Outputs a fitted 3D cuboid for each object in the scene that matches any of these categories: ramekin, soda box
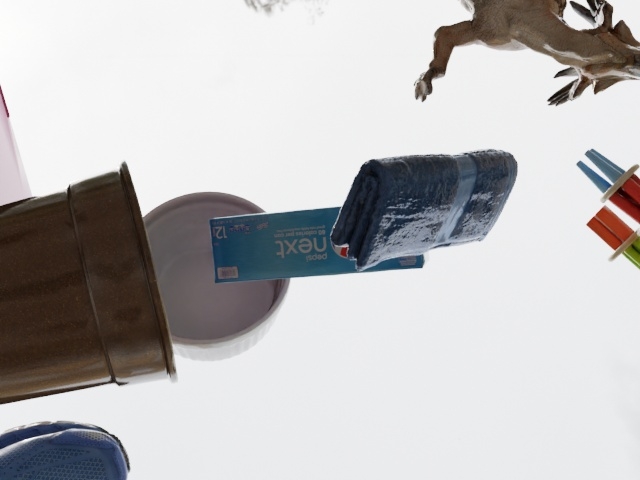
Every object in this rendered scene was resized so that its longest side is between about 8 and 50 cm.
[{"bbox_3d":[-0.140,0.052,0.882,0.207,0.109,0.207,2,-120,-3],"label":"ramekin"},{"bbox_3d":[0.000,0.000,0.706,0.210,0.071,0.067,-4,-87,14],"label":"soda box"}]

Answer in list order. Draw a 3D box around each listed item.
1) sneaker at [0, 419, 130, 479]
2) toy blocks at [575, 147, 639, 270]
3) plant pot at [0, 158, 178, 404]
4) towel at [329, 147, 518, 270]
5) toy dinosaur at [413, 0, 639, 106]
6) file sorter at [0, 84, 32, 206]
[{"bbox_3d":[-0.290,0.249,0.525,0.330,0.147,0.130,-25,-79,-32],"label":"sneaker"},{"bbox_3d":[0.323,-0.025,0.746,0.054,0.123,0.148,-39,-106,-16],"label":"toy blocks"},{"bbox_3d":[-0.200,0.039,0.493,0.165,0.167,0.167,-13,-109,-16],"label":"plant pot"},{"bbox_3d":[0.066,-0.021,0.414,0.029,0.119,0.067,49,-47,37],"label":"towel"},{"bbox_3d":[0.176,-0.226,0.635,0.200,0.127,0.296,-1,-119,-25],"label":"toy dinosaur"},{"bbox_3d":[-0.376,0.001,0.659,0.182,0.202,0.291,-14,-79,-8],"label":"file sorter"}]
